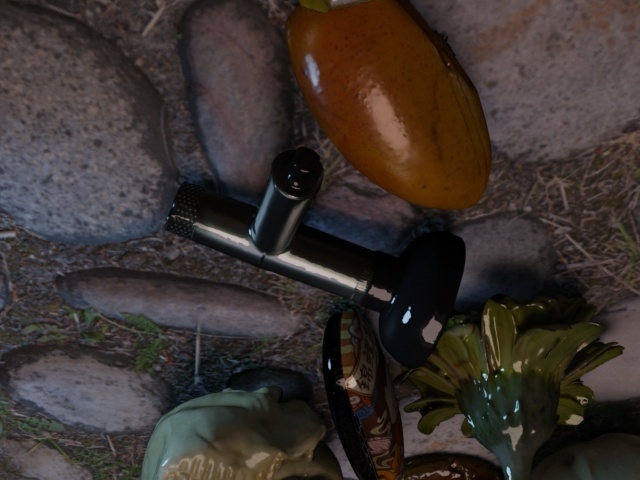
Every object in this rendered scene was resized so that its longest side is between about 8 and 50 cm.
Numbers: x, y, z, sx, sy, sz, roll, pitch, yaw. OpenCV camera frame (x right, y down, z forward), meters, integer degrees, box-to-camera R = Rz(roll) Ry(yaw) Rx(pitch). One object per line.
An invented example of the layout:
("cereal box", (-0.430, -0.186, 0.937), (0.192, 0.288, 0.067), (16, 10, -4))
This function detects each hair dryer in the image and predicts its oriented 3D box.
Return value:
("hair dryer", (0.010, 0.020, 0.792), (0.320, 0.284, 0.156), (21, 88, -14))

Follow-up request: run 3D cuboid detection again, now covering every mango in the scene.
("mango", (0.070, -0.127, 0.720), (0.126, 0.154, 0.252), (-26, 115, 33))

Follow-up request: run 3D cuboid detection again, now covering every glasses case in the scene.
("glasses case", (0.061, 0.225, 1.065), (0.082, 0.122, 0.321), (-7, 133, 12))

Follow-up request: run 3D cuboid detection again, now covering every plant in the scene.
("plant", (0.210, 0.203, 1.003), (0.261, 0.297, 0.306), (20, 157, 25))

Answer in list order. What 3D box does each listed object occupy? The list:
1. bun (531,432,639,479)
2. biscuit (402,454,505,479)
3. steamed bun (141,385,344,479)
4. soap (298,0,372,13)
("bun", (0.424, 0.422, 1.182), (0.364, 0.219, 0.365), (-11, 133, -12))
("biscuit", (0.195, 0.420, 1.306), (0.225, 0.042, 0.226), (0, 133, 0))
("steamed bun", (-0.104, 0.318, 1.112), (0.289, 0.203, 0.276), (7, 120, -21))
("soap", (0.072, -0.249, 0.587), (0.257, 0.160, 0.080), (-10, 131, 9))
